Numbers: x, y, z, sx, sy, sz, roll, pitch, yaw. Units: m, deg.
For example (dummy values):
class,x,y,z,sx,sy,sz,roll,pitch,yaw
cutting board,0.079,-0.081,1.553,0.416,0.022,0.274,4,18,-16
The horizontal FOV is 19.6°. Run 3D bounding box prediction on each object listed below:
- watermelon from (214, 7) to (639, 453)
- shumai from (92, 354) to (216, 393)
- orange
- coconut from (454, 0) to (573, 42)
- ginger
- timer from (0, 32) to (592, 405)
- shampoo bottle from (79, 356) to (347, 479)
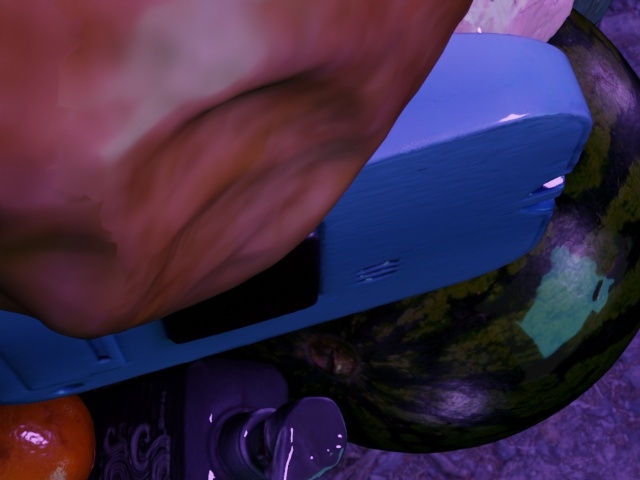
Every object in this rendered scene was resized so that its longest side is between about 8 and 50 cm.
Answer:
class,x,y,z,sx,sy,sz,roll,pitch,yaw
watermelon,0.055,-0.018,1.055,0.285,0.285,0.285,-54,171,-12
shumai,-0.106,0.119,1.220,0.209,0.161,0.153,-34,145,-9
orange,-0.161,0.110,0.999,0.083,0.083,0.083,-54,171,-12
coconut,0.015,-0.130,0.752,0.194,0.194,0.194,-54,171,-12
ginger,-0.052,-0.103,0.404,0.269,0.200,0.223,-45,164,-51
timer,-0.032,-0.020,0.721,0.250,0.091,0.232,-12,165,-4
shampoo bottle,-0.081,0.124,1.011,0.309,0.071,0.098,-20,-118,54
